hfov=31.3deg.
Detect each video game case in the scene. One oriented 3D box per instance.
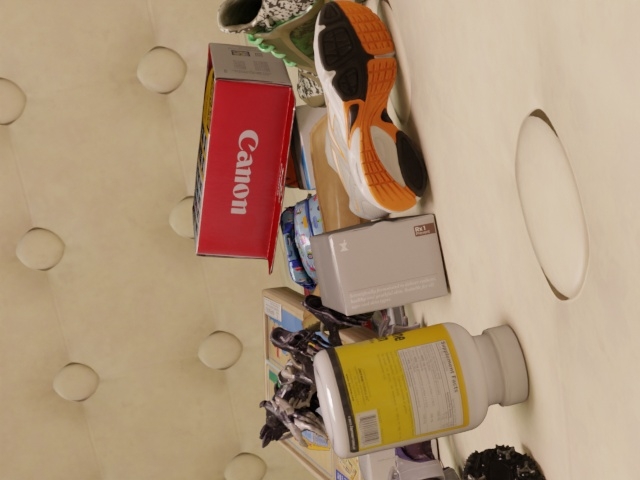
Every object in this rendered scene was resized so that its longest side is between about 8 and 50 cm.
[{"bbox_3d":[0.090,0.071,1.696,0.201,0.023,0.183,-130,29,-77],"label":"video game case"}]

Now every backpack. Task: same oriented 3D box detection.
[{"bbox_3d":[0.000,0.000,1.808,0.173,0.117,0.158,29,-131,-82],"label":"backpack"}]

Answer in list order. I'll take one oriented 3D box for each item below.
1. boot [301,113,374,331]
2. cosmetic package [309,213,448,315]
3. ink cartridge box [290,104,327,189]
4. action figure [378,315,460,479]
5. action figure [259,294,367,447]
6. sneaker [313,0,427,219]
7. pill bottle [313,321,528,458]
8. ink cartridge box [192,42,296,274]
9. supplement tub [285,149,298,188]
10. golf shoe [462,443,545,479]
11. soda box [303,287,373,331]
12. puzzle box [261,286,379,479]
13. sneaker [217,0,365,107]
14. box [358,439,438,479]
[{"bbox_3d":[0.024,-0.019,1.641,0.236,0.089,0.269,139,126,-59],"label":"boot"},{"bbox_3d":[0.064,0.027,1.383,0.238,0.127,0.107,-151,50,-84],"label":"cosmetic package"},{"bbox_3d":[-0.005,-0.152,1.858,0.231,0.078,0.134,-163,62,-83],"label":"ink cartridge box"},{"bbox_3d":[0.111,0.221,1.466,0.185,0.099,0.285,65,-168,-55],"label":"action figure"},{"bbox_3d":[-0.005,0.208,1.572,0.141,0.164,0.276,33,143,22],"label":"action figure"},{"bbox_3d":[0.034,-0.145,1.321,0.121,0.099,0.262,145,114,-63],"label":"sneaker"},{"bbox_3d":[0.092,0.133,1.057,0.103,0.184,0.103,168,90,-84],"label":"pill bottle"},{"bbox_3d":[-0.131,-0.136,1.873,0.272,0.130,0.309,-108,24,-64],"label":"ink cartridge box"},{"bbox_3d":[-0.053,-0.162,2.100,0.190,0.117,0.117,-124,23,-72],"label":"supplement tub"},{"bbox_3d":[0.180,0.273,1.038,0.198,0.077,0.094,-109,9,-55],"label":"golf shoe"},{"bbox_3d":[0.035,0.145,2.000,0.263,0.092,0.083,-111,14,-56],"label":"soda box"},{"bbox_3d":[0.000,0.245,1.850,0.409,0.052,0.272,-160,66,-65],"label":"puzzle box"},{"bbox_3d":[-0.046,-0.299,1.481,0.410,0.182,0.158,91,165,-66],"label":"sneaker"},{"bbox_3d":[0.108,0.302,1.607,0.087,0.101,0.102,-113,13,-57],"label":"box"}]
